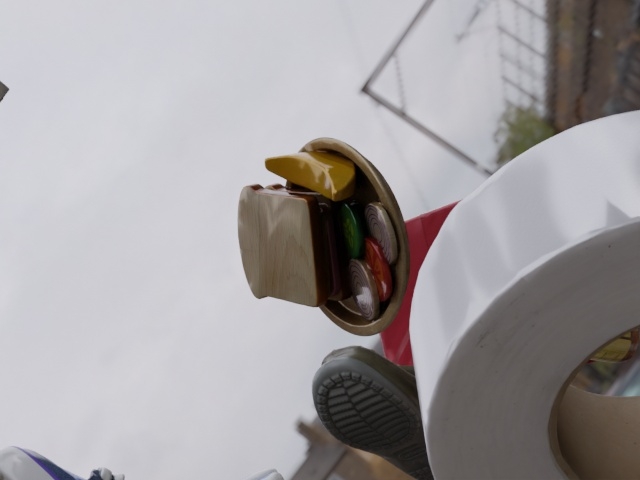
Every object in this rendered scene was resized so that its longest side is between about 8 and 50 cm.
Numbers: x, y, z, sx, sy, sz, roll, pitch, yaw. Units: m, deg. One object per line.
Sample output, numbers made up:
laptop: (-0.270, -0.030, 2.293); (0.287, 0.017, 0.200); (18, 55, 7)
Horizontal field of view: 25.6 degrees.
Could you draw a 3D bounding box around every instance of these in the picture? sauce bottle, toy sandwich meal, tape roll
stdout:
sauce bottle: (0.190, 0.069, 1.102); (0.128, 0.042, 0.042); (12, -59, -30)
toy sandwich meal: (0.000, 0.000, 0.530); (0.029, 0.085, 0.086); (-16, -34, -31)
tape roll: (0.195, 0.068, 0.799); (0.100, 0.286, 0.286); (-95, 27, -54)

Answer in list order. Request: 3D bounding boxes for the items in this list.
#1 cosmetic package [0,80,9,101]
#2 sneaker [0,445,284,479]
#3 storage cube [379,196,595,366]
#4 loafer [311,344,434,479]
cosmetic package: (-0.485, -0.184, 1.431); (0.129, 0.296, 0.153); (-38, 19, 28)
sneaker: (-0.148, 0.272, 1.363); (0.236, 0.323, 0.130); (-42, -5, -43)
storage cube: (0.182, 0.062, 1.544); (0.183, 0.193, 0.215); (-22, -15, 38)
loafer: (0.075, 0.165, 1.406); (0.094, 0.087, 0.251); (-23, -42, 24)
